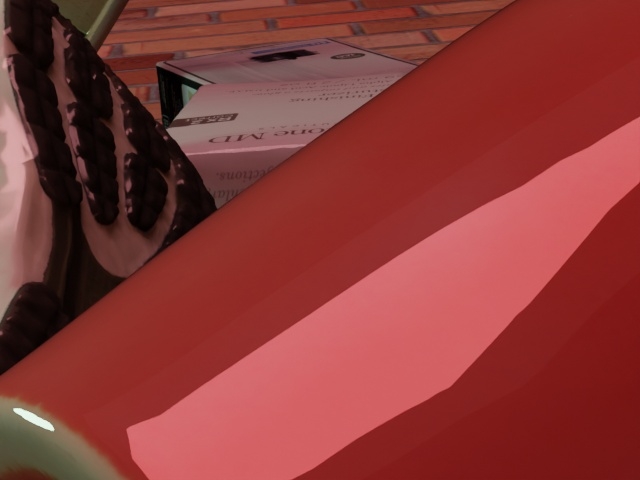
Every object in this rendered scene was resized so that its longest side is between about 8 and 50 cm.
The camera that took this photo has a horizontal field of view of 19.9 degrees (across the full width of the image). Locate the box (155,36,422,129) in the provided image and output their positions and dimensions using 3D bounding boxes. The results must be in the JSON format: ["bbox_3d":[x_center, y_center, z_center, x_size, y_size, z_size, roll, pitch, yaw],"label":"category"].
[{"bbox_3d":[-0.007,-0.094,1.458,0.169,0.087,0.290,-10,17,-19],"label":"box"}]

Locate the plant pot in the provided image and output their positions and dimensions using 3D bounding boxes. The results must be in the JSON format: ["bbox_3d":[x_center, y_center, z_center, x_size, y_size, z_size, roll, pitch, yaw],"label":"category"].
[{"bbox_3d":[0.044,0.083,0.523,0.243,0.275,0.275,-25,24,-32],"label":"plant pot"}]

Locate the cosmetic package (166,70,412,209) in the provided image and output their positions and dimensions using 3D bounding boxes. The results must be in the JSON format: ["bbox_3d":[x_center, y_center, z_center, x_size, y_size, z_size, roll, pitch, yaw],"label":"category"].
[{"bbox_3d":[0.000,0.000,0.991,0.151,0.151,0.184,-4,15,7],"label":"cosmetic package"}]

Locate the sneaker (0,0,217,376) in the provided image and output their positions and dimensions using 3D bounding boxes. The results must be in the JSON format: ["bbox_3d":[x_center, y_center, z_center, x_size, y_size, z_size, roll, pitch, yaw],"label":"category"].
[{"bbox_3d":[-0.155,0.037,0.747,0.182,0.158,0.410,-27,32,18],"label":"sneaker"}]

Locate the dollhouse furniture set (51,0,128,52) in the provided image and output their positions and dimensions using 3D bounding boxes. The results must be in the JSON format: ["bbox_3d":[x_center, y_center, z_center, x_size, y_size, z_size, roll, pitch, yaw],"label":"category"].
[{"bbox_3d":[-0.335,-0.218,1.482,0.303,0.355,0.174,32,5,-20],"label":"dollhouse furniture set"}]
